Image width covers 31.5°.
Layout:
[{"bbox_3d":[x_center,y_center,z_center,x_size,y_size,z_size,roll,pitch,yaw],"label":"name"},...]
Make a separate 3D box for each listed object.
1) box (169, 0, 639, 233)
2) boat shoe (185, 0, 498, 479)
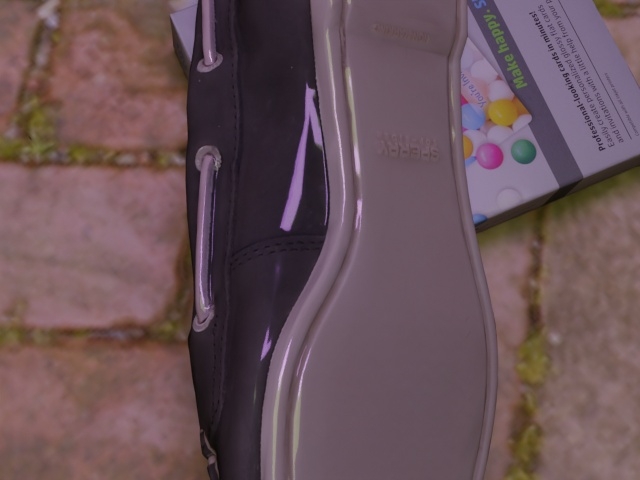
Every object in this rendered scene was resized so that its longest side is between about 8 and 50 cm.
[{"bbox_3d":[0.043,-0.069,0.526,0.186,0.038,0.145,-22,77,-9],"label":"box"},{"bbox_3d":[0.000,0.000,0.448,0.112,0.095,0.335,12,75,-39],"label":"boat shoe"}]
